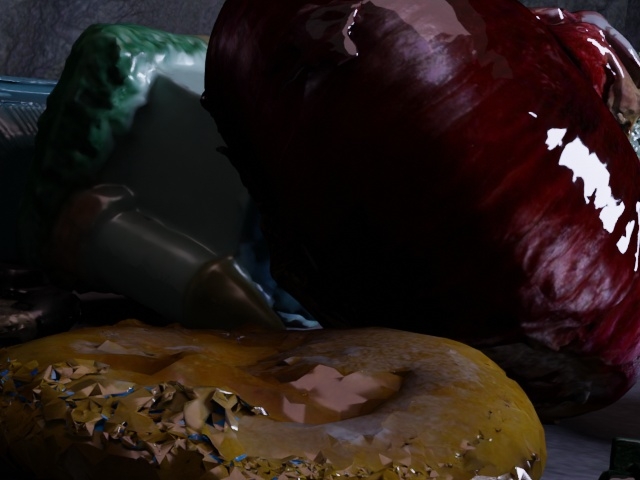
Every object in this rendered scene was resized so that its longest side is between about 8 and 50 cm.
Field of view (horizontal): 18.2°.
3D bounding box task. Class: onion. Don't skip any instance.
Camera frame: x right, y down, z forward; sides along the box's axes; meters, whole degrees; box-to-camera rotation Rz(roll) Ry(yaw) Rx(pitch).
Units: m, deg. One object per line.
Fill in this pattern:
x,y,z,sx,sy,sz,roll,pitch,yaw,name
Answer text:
0.074,-0.043,1.074,0.314,0.232,0.314,49,1,-1,onion

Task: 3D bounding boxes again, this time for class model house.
0.000,0.000,1.334,0.325,0.194,0.267,27,15,34,model house

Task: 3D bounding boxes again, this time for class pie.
-0.030,0.080,0.887,0.273,0.069,0.273,2,7,0,pie

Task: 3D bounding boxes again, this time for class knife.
-0.275,0.021,1.298,0.089,0.043,0.365,2,7,-45,knife

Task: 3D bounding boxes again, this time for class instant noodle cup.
-0.221,-0.045,1.558,0.179,0.157,0.070,0,32,-42,instant noodle cup

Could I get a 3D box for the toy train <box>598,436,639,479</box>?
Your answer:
0.196,0.114,0.822,0.170,0.071,0.111,6,-3,4,toy train

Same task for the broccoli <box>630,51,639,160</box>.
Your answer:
0.240,-0.043,1.853,0.252,0.221,0.361,-34,21,-17,broccoli
